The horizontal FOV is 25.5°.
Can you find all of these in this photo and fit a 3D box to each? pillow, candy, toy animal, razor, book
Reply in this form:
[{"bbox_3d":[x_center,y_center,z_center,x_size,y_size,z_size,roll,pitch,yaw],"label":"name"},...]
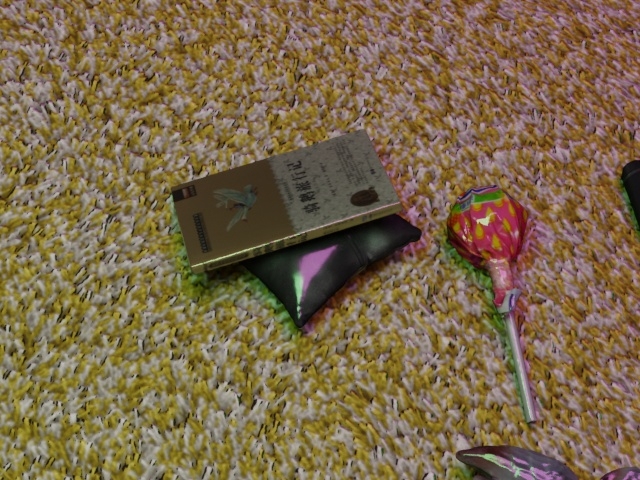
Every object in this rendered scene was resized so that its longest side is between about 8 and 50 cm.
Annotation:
[{"bbox_3d":[0.000,0.000,2.071,0.250,0.106,0.186,-37,64,-25],"label":"pillow"},{"bbox_3d":[0.269,0.091,2.079,0.124,0.124,0.365,-4,69,-13],"label":"candy"},{"bbox_3d":[0.311,0.346,1.916,0.324,0.090,0.195,-16,75,-16],"label":"toy animal"},{"bbox_3d":[0.534,-0.061,2.237,0.090,0.054,0.148,-5,58,-9],"label":"razor"},{"bbox_3d":[-0.055,-0.061,2.056,0.310,0.021,0.217,-17,37,-3],"label":"book"}]
